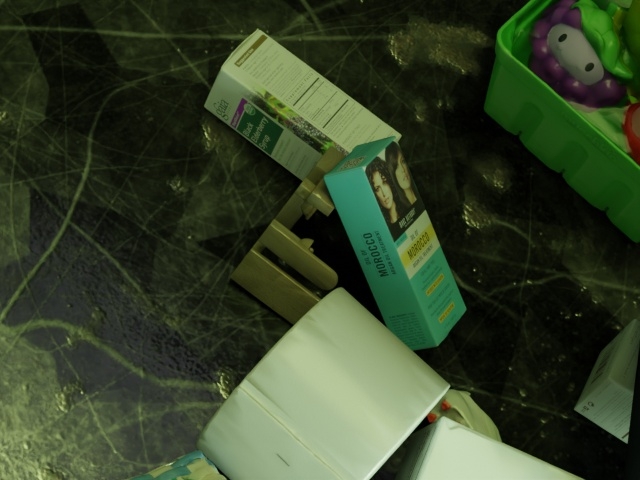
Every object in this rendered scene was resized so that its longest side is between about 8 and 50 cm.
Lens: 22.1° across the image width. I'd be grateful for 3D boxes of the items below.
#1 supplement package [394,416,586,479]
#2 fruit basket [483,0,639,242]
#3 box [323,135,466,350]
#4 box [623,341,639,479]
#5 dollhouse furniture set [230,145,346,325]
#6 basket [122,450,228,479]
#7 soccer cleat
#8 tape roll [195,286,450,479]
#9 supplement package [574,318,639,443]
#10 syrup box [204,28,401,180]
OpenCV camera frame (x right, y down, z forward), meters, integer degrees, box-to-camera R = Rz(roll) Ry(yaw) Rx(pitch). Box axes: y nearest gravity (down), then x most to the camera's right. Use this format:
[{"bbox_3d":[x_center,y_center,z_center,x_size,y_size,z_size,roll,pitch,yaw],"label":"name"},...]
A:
[{"bbox_3d":[0.161,0.361,1.802,0.204,0.145,0.262,25,72,-5],"label":"supplement package"},{"bbox_3d":[0.442,-0.231,2.168,0.392,0.392,0.283,42,55,7],"label":"fruit basket"},{"bbox_3d":[0.093,0.005,1.993,0.100,0.060,0.244,-45,117,-52],"label":"box"},{"bbox_3d":[0.595,0.217,1.822,0.471,0.297,0.480,10,63,5],"label":"box"},{"bbox_3d":[0.000,0.000,2.014,0.123,0.144,0.151,38,40,-2],"label":"dollhouse furniture set"},{"bbox_3d":[-0.148,0.378,1.679,0.254,0.201,0.289,-18,58,-29],"label":"basket"},{"bbox_3d":[0.199,0.264,1.963,0.076,0.068,0.196,-10,67,-50],"label":"soccer cleat"},{"bbox_3d":[0.003,0.196,1.820,0.169,0.246,0.246,42,55,6],"label":"tape roll"},{"bbox_3d":[0.431,0.203,2.060,0.179,0.105,0.105,32,54,0],"label":"supplement package"},{"bbox_3d":[-0.025,-0.154,2.110,0.237,0.093,0.096,36,55,3],"label":"syrup box"}]
